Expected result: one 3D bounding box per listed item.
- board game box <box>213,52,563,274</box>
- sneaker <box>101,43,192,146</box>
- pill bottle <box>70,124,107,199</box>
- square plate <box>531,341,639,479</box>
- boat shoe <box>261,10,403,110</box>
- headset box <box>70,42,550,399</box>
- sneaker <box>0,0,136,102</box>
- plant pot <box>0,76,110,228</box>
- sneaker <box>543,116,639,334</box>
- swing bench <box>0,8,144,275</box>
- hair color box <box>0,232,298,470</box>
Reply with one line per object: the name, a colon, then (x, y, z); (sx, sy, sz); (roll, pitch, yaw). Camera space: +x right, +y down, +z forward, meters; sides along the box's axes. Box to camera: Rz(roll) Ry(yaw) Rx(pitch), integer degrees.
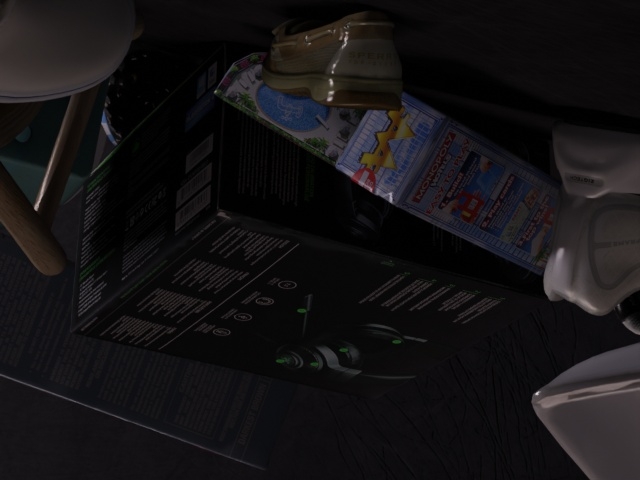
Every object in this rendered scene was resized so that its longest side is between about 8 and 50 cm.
board game box: (0.044, -0.058, 1.136); (0.194, 0.060, 0.194); (31, -176, 18)
sneaker: (-0.135, -0.110, 1.539); (0.086, 0.085, 0.237); (41, -179, 17)
pill bottle: (-0.320, -0.113, 1.595); (0.283, 0.161, 0.161); (15, 180, 40)
square plate: (0.308, 0.096, 0.812); (0.344, 0.049, 0.347); (-14, 144, 23)
boat shoe: (0.006, -0.096, 0.974); (0.056, 0.048, 0.153); (2, -171, -12)
headset box: (0.000, 0.000, 1.390); (0.283, 0.131, 0.246); (15, 152, -25)
sneaker: (-0.170, -0.111, 0.781); (0.258, 0.094, 0.091); (16, -176, -42)
plant pot: (-0.239, -0.098, 1.265); (0.165, 0.166, 0.234); (15, 172, -35)
sneaker: (0.235, 0.006, 1.204); (0.292, 0.118, 0.110); (13, 179, -43)
swing bench: (-0.266, -0.100, 0.990); (0.253, 0.165, 0.254); (17, 178, 17)
hair color box: (-0.221, 0.077, 1.673); (0.374, 0.114, 0.185); (24, 174, -25)
